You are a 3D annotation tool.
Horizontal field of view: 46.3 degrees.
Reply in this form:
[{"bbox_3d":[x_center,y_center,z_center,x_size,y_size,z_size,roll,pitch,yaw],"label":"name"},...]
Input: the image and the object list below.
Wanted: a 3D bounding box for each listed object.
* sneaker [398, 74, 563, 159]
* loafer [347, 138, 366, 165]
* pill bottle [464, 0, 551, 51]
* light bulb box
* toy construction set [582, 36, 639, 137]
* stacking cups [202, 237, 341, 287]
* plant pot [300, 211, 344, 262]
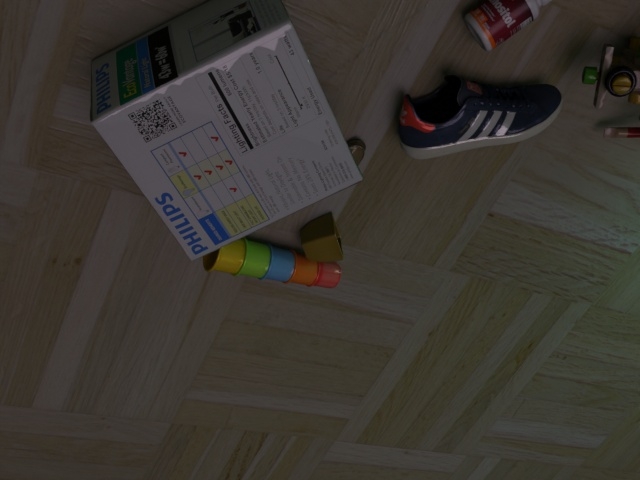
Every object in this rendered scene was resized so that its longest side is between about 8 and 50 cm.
[{"bbox_3d":[0.327,-0.277,1.519,0.350,0.131,0.148,-17,135,-3],"label":"sneaker"},{"bbox_3d":[0.047,-0.149,1.587,0.056,0.050,0.148,24,117,-31],"label":"loafer"},{"bbox_3d":[0.360,-0.439,1.431,0.152,0.086,0.086,-35,129,10],"label":"pill bottle"},{"bbox_3d":[-0.167,-0.215,1.354,0.361,0.225,0.358,-25,131,4],"label":"light bulb box"},{"bbox_3d":[0.649,-0.320,1.562,0.237,0.258,0.309,-1,140,4],"label":"toy construction set"},{"bbox_3d":[-0.104,0.055,1.684,0.316,0.096,0.096,15,122,-31],"label":"stacking cups"},{"bbox_3d":[0.000,0.000,1.675,0.083,0.081,0.081,-14,131,6],"label":"plant pot"}]
